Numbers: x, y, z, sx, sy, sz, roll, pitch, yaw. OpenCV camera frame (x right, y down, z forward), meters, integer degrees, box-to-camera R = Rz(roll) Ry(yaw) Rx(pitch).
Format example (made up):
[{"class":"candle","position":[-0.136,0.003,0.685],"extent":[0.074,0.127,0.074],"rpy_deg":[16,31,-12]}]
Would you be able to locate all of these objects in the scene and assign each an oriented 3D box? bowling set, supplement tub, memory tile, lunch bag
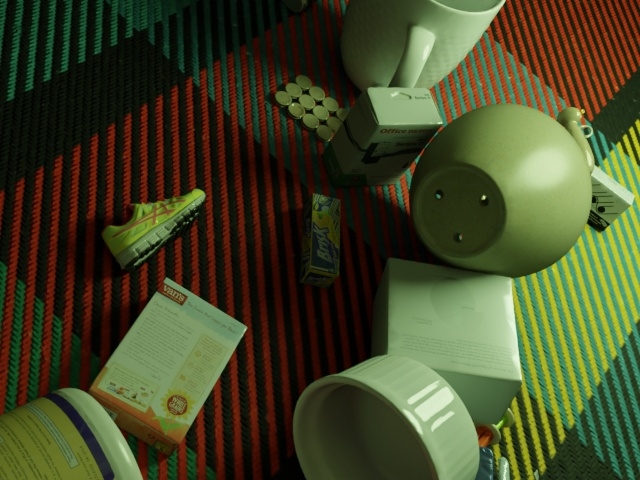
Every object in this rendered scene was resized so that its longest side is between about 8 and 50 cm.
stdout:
[{"class":"bowling set","position":[0.446,-0.145,1.869],"extent":[0.200,0.287,0.154],"rpy_deg":[35,44,-57]},{"class":"supplement tub","position":[-0.402,0.348,1.075],"extent":[0.331,0.241,0.241],"rpy_deg":[-22,70,-34]},{"class":"memory tile","position":[-0.015,-0.270,1.814],"extent":[0.148,0.012,0.113],"rpy_deg":[40,51,3]},{"class":"lunch bag","position":[0.247,0.394,1.459],"extent":[0.067,0.065,0.098],"rpy_deg":[9,50,5]}]

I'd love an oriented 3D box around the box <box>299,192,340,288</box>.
[{"class":"box","position":[0.000,0.000,1.614],"extent":[0.059,0.054,0.169],"rpy_deg":[14,55,-16]}]

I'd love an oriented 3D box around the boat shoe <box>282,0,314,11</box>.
[{"class":"boat shoe","position":[-0.081,-0.587,1.966],"extent":[0.183,0.065,0.083],"rpy_deg":[48,50,2]}]

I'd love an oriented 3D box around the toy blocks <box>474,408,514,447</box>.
[{"class":"toy blocks","position":[0.249,0.314,1.521],"extent":[0.123,0.054,0.148],"rpy_deg":[47,52,10]}]

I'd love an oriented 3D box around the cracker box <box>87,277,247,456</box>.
[{"class":"cracker box","position":[-0.235,0.191,1.368],"extent":[0.156,0.067,0.232],"rpy_deg":[32,52,-3]}]

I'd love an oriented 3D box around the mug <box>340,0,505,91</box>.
[{"class":"mug","position":[0.176,-0.415,1.797],"extent":[0.276,0.328,0.374],"rpy_deg":[21,53,-11]}]

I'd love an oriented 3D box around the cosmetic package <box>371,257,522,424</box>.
[{"class":"cosmetic package","position":[0.206,0.171,1.502],"extent":[0.224,0.138,0.224],"rpy_deg":[10,45,-4]}]

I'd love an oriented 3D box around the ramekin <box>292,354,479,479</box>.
[{"class":"ramekin","position":[0.102,0.306,1.326],"extent":[0.135,0.277,0.277],"rpy_deg":[-24,71,-44]}]

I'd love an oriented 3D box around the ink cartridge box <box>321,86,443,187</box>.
[{"class":"ink cartridge box","position":[0.116,-0.195,1.699],"extent":[0.153,0.208,0.087],"rpy_deg":[-5,61,-28]}]

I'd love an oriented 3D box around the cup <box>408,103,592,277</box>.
[{"class":"cup","position":[0.287,-0.070,1.578],"extent":[0.331,0.331,0.237],"rpy_deg":[50,31,12]}]

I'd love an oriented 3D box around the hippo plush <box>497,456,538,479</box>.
[{"class":"hippo plush","position":[0.231,0.497,1.270],"extent":[0.237,0.234,0.294],"rpy_deg":[-7,89,-16]}]

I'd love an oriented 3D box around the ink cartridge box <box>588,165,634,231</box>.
[{"class":"ink cartridge box","position":[0.567,-0.119,1.929],"extent":[0.207,0.097,0.046],"rpy_deg":[38,42,2]}]

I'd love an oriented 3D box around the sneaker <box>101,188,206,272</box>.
[{"class":"sneaker","position":[-0.279,-0.039,1.493],"extent":[0.094,0.081,0.208],"rpy_deg":[43,52,9]}]
